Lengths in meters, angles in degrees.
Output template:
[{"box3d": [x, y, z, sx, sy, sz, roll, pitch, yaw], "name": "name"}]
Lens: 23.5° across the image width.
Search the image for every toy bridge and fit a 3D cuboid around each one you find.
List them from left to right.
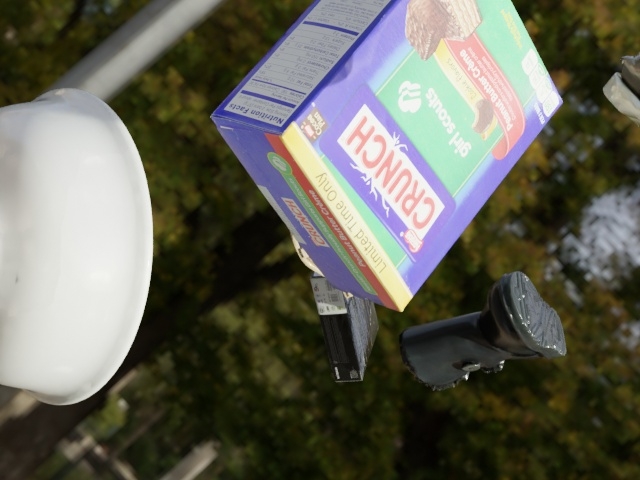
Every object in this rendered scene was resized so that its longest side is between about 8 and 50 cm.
[{"box3d": [0.000, 0.000, 1.863, 0.026, 0.063, 0.188, -113, 178, -58], "name": "toy bridge"}]

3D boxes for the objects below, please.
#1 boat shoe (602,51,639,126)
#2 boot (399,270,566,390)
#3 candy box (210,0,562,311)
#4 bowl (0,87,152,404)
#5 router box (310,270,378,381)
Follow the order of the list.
[{"box3d": [0.319, -0.089, 1.206, 0.109, 0.091, 0.305, 30, 17, -25], "name": "boat shoe"}, {"box3d": [0.199, 0.127, 2.036, 0.246, 0.207, 0.094, 37, 41, -63], "name": "boot"}, {"box3d": [0.079, -0.136, 1.597, 0.122, 0.317, 0.268, 19, -28, 47], "name": "candy box"}, {"box3d": [-0.290, 0.004, 1.404, 0.134, 0.298, 0.298, 2, 26, -43], "name": "bowl"}, {"box3d": [0.036, 0.091, 2.177, 0.133, 0.046, 0.179, -68, 150, -56], "name": "router box"}]
